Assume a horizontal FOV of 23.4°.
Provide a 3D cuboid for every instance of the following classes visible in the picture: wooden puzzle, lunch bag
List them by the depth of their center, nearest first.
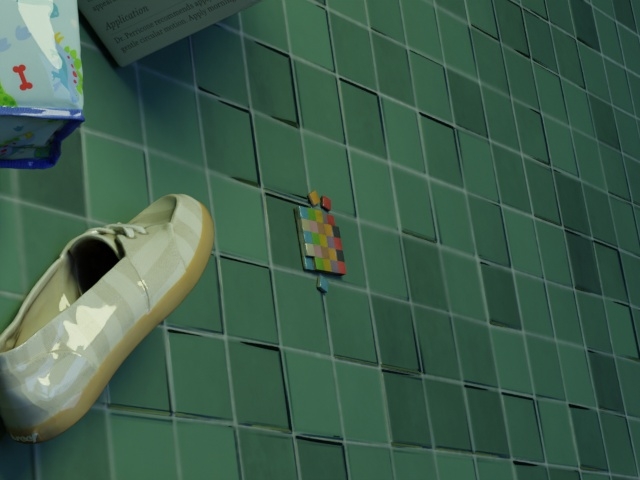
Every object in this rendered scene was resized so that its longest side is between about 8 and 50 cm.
[{"bbox_3d":[-0.214,-0.111,0.851,0.151,0.096,0.129,1,70,-25],"label":"lunch bag"},{"bbox_3d":[0.000,0.000,1.184,0.049,0.006,0.083,12,64,-53],"label":"wooden puzzle"}]

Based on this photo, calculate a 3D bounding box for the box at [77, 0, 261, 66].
[{"bbox_3d":[-0.070,-0.233,1.043,0.119,0.181,0.182,56,35,-22],"label":"box"}]

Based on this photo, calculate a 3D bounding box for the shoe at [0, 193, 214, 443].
[{"bbox_3d":[-0.128,0.028,0.916,0.058,0.076,0.219,61,35,-23],"label":"shoe"}]
